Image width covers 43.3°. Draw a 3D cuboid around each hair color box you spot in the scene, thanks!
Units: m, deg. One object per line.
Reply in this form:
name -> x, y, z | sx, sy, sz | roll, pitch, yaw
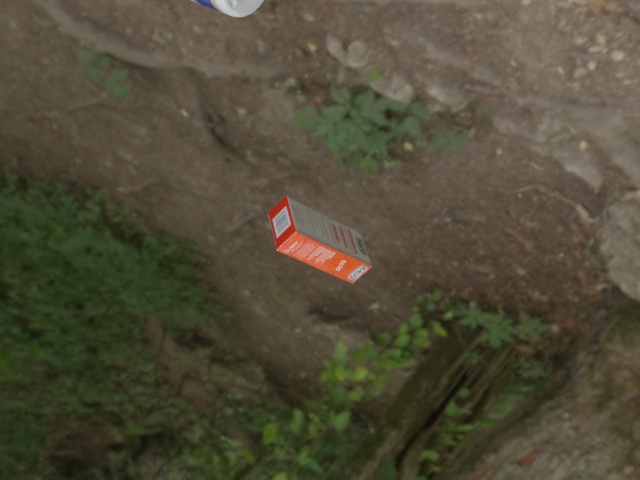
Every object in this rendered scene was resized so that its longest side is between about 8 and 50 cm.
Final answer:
hair color box -> 0.000, 0.000, 1.085 | 0.043, 0.141, 0.072 | -43, 42, 27

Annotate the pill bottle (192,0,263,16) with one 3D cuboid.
pill bottle -> -0.143, -0.319, 0.905 | 0.169, 0.094, 0.094 | 28, 143, 26
